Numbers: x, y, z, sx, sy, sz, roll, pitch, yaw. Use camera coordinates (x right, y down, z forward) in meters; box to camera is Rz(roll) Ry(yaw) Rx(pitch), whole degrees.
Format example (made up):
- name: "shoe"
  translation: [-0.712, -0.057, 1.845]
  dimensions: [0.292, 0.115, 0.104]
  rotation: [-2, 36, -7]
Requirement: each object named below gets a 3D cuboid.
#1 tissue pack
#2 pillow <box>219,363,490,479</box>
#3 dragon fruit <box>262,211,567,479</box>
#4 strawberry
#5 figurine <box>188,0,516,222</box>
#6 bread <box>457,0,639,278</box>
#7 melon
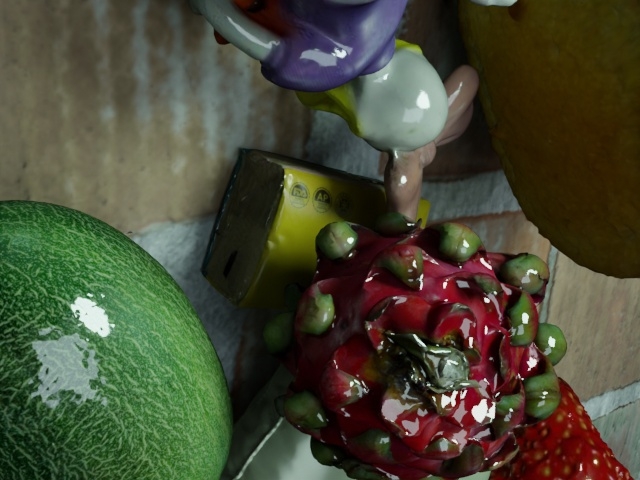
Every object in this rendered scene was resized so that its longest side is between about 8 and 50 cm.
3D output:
- name: "tissue pack"
  translation: [0.000, 0.000, 0.729]
  dimensions: [0.169, 0.082, 0.120]
  rotation: [10, 103, -41]
- name: "pillow"
  translation: [0.021, 0.242, 0.827]
  dimensions: [0.255, 0.120, 0.322]
  rotation: [-52, 130, -10]
- name: "dragon fruit"
  translation: [0.084, 0.093, 0.645]
  dimensions: [0.273, 0.198, 0.218]
  rotation: [28, 101, -37]
- name: "strawberry"
  translation: [0.268, 0.308, 0.974]
  dimensions: [0.257, 0.261, 0.261]
  rotation: [-53, 132, -4]
- name: "figurine"
  translation: [0.030, -0.157, 0.546]
  dimensions: [0.154, 0.193, 0.421]
  rotation: [-60, 164, -20]
- name: "bread"
  translation: [0.255, -0.147, 0.704]
  dimensions: [0.204, 0.337, 0.358]
  rotation: [-24, 115, -20]
- name: "melon"
  translation: [-0.165, 0.083, 0.569]
  dimensions: [0.182, 0.182, 0.287]
  rotation: [-39, 130, -19]
